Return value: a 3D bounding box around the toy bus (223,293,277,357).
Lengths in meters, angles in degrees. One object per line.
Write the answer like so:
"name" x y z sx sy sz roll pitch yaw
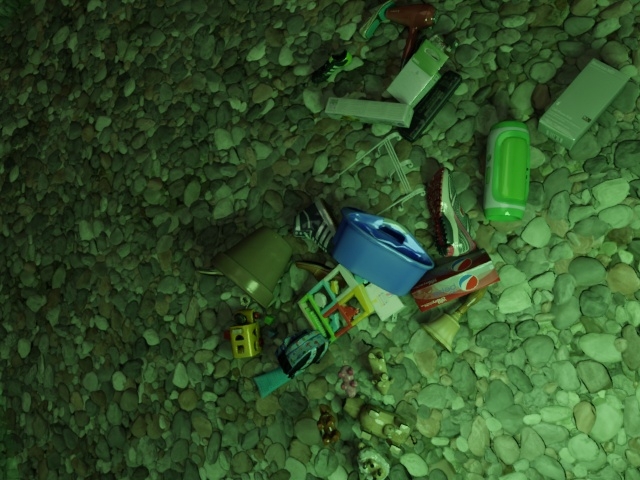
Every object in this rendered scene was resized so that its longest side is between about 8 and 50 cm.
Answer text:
"toy bus" -0.282 0.331 1.581 0.202 0.104 0.191 37 100 15

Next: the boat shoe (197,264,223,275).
"boat shoe" -0.411 0.115 1.699 0.152 0.056 0.049 3 78 11

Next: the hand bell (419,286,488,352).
"hand bell" 0.442 0.223 1.356 0.242 0.126 0.126 -46 70 -4

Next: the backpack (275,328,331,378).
"backpack" -0.054 0.362 1.446 0.117 0.158 0.173 55 139 21

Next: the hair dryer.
"hair dryer" 0.332 -0.743 1.544 0.223 0.080 0.294 -35 72 13

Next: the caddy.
"caddy" 0.194 0.016 1.357 0.341 0.241 0.179 29 110 -9

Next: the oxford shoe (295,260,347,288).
"oxford shoe" -0.002 0.120 1.539 0.212 0.076 0.076 17 99 22

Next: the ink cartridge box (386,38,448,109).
"ink cartridge box" 0.341 -0.569 1.494 0.109 0.062 0.209 49 116 18

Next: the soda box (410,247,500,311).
"soda box" 0.417 0.126 1.359 0.263 0.092 0.083 -26 112 15

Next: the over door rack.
"over door rack" 0.185 -0.193 1.510 0.324 0.108 0.240 -29 72 29

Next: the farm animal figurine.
"farm animal figurine" 0.160 0.535 1.374 0.326 0.172 0.330 40 89 8

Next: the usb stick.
"usb stick" 0.384 -0.466 1.502 0.077 0.045 0.278 41 97 29

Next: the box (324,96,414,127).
"box" 0.169 -0.462 1.546 0.323 0.063 0.067 15 88 29

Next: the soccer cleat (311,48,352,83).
"soccer cleat" 0.036 -0.668 1.643 0.178 0.072 0.060 -29 73 14

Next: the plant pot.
"plant pot" -0.226 0.077 1.554 0.263 0.263 0.229 34 76 21

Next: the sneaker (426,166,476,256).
"sneaker" 0.424 -0.094 1.405 0.111 0.121 0.299 -3 78 -10

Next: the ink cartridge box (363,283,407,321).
"ink cartridge box" 0.220 0.200 1.433 0.090 0.092 0.143 -37 72 11

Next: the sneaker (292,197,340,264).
"sneaker" 0.000 0.000 1.539 0.153 0.099 0.282 -28 69 11

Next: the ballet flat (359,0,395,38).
"ballet flat" 0.209 -0.841 1.618 0.168 0.057 0.052 -47 60 7

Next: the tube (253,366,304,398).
"tube" -0.151 0.491 1.549 0.207 0.052 0.080 -33 67 18

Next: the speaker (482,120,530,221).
"speaker" 0.582 -0.214 1.348 0.131 0.131 0.297 4 83 20

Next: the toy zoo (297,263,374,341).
"toy zoo" 0.059 0.213 1.465 0.293 0.030 0.192 -44 69 33

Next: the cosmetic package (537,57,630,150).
"cosmetic package" 0.797 -0.413 1.313 0.127 0.107 0.238 41 100 23
